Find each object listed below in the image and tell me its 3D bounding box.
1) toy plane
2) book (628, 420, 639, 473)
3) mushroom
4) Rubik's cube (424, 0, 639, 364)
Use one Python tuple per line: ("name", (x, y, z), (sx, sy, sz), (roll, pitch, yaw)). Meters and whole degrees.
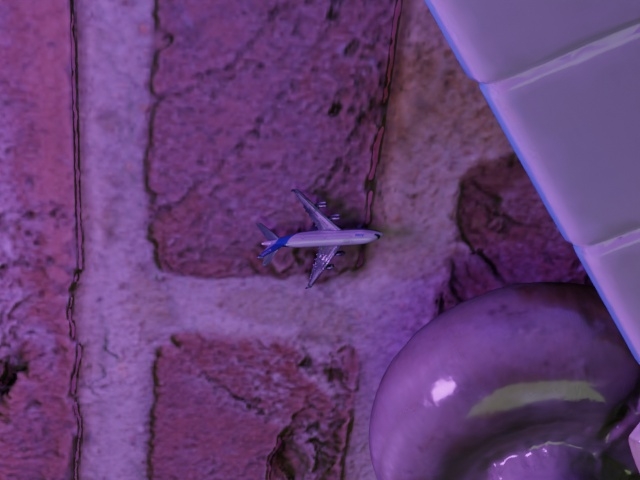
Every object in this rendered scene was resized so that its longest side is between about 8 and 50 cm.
("toy plane", (-0.001, -0.001, 0.862), (0.084, 0.024, 0.078), (-9, 121, -3))
("book", (0.307, 0.101, 0.839), (0.264, 0.027, 0.202), (-45, 125, -23))
("mushroom", (0.156, 0.156, 0.859), (0.243, 0.243, 0.243), (-1, 126, -1))
("Rubik's cube", (0.202, -0.171, 0.564), (0.291, 0.292, 0.290), (-23, 130, 18))
